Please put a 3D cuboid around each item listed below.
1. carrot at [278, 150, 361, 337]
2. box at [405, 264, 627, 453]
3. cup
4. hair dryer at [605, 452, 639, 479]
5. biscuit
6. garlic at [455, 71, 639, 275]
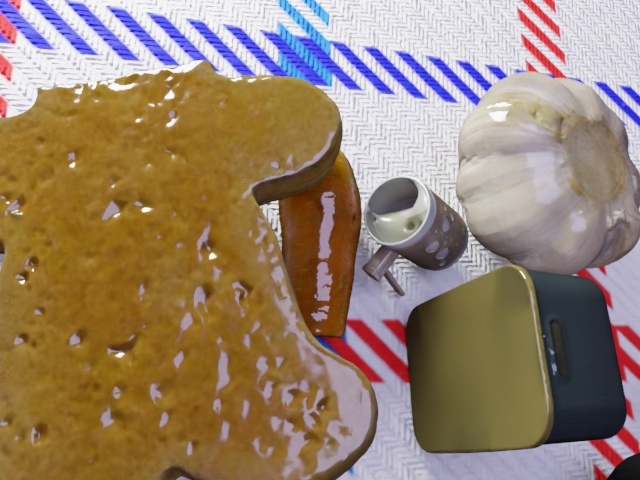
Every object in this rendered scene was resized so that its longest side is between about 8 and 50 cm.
[{"bbox_3d":[0.000,0.000,0.624,0.087,0.087,0.193,3,70,-17],"label":"carrot"},{"bbox_3d":[0.165,0.113,0.575,0.090,0.201,0.145,4,69,-20],"label":"box"},{"bbox_3d":[0.098,0.000,0.643,0.099,0.074,0.102,28,67,-48],"label":"cup"},{"bbox_3d":[0.213,0.377,0.575,0.320,0.155,0.284,-18,98,-10],"label":"hair dryer"},{"bbox_3d":[-0.131,0.038,0.549,0.368,0.076,0.394,-15,74,-6],"label":"biscuit"},{"bbox_3d":[0.237,-0.068,0.686,0.227,0.152,0.228,12,69,-32],"label":"garlic"}]
